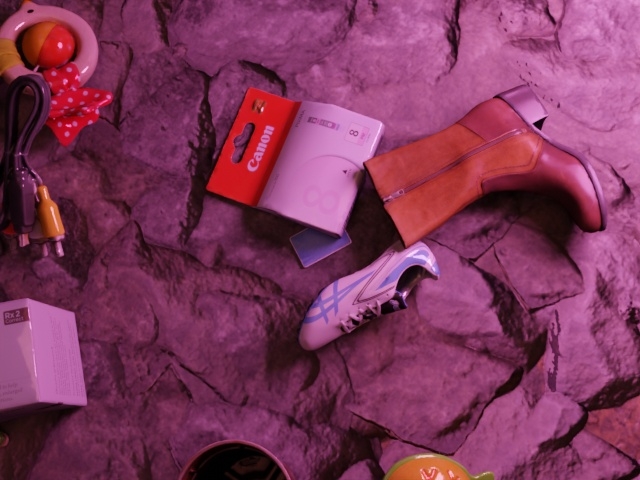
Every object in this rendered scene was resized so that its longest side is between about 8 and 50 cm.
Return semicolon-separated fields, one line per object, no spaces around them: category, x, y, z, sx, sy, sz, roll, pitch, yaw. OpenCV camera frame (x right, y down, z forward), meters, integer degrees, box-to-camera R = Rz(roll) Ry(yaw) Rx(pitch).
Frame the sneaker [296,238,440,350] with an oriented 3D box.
sneaker;0.068;0.087;1.453;0.237;0.085;0.086;-37;55;-1

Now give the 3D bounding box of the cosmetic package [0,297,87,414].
cosmetic package;-0.452;0.180;1.463;0.151;0.183;0.151;-12;78;6

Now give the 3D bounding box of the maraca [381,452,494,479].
maraca;0.168;0.363;1.390;0.186;0.099;0.127;13;92;-15

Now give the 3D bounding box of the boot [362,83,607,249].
boot;0.238;-0.069;1.433;0.280;0.096;0.264;-28;76;-8

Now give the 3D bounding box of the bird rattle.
bird rattle;-0.439;-0.285;1.581;0.254;0.143;0.207;18;66;8

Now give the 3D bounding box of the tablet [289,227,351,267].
tablet;0.000;0.000;1.522;0.083;0.006;0.054;-28;77;3

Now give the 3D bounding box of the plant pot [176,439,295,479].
plant pot;-0.103;0.362;1.390;0.167;0.165;0.167;-2;79;8

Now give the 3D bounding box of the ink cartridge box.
ink cartridge box;-0.042;-0.127;1.525;0.232;0.066;0.189;21;81;8

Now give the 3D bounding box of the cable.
cable;-0.462;-0.113;1.540;0.139;0.072;0.287;6;100;21

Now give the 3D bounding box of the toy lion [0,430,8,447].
toy lion;-0.544;0.312;1.533;0.096;0.034;0.100;38;87;20
